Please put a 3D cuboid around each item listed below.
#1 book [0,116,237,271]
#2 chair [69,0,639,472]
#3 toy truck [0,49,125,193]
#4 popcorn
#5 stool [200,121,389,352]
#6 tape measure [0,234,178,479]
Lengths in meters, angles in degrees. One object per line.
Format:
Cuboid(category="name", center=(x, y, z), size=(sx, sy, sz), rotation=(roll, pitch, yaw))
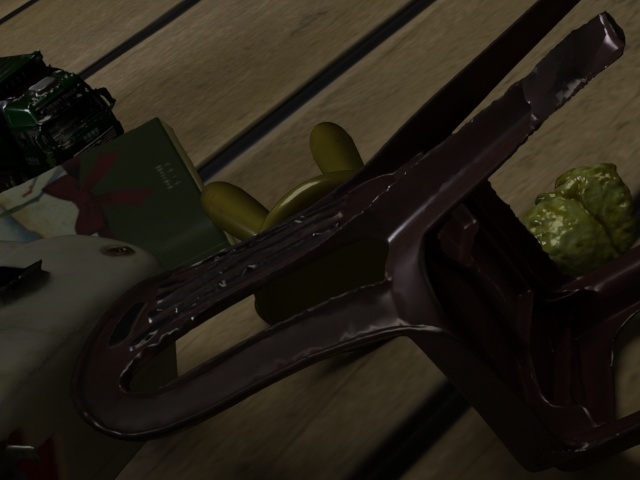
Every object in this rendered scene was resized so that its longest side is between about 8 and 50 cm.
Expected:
Cuboid(category="book", center=(-0.216, 0.022, 1.089), size=(0.289, 0.026, 0.201), rotation=(-28, 42, -5))
Cuboid(category="chair", center=(0.060, 0.030, 0.700), size=(0.326, 0.183, 0.176), rotation=(-35, 17, 26))
Cuboid(category="toy truck", center=(-0.287, -0.100, 1.328), size=(0.259, 0.121, 0.088), rotation=(3, 38, 47))
Cuboid(category="popcorn", center=(0.145, -0.005, 0.805), size=(0.083, 0.059, 0.068), rotation=(-51, -2, 37))
Cuboid(category="stool", center=(0.000, 0.000, 0.882), size=(0.110, 0.134, 0.135), rotation=(40, 113, 66))
Cuboid(category="tape measure", center=(-0.211, 0.080, 0.810), size=(0.265, 0.130, 0.258), rotation=(4, 21, 14))
